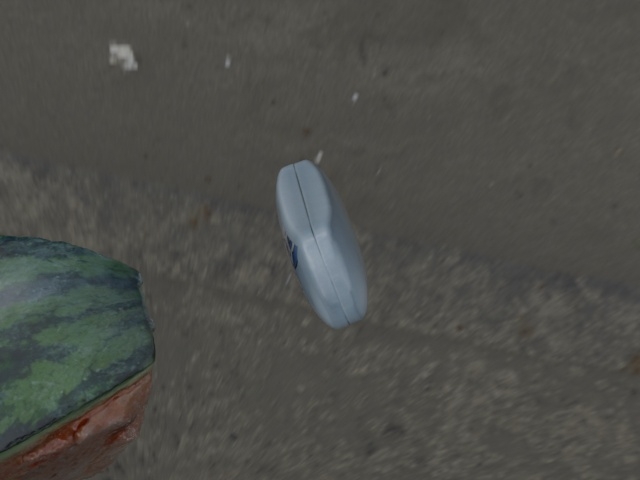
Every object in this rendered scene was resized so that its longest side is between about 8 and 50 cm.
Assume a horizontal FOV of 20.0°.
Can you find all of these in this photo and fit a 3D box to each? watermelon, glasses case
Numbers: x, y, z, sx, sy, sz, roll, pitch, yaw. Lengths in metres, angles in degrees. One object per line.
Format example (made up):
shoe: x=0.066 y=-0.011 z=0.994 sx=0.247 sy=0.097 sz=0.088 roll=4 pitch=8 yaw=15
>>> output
watermelon: x=-0.285 y=0.107 z=1.692 sx=0.283 sy=0.292 sz=0.250 roll=-17 pitch=80 yaw=0
glasses case: x=0.000 y=0.000 z=1.161 sx=0.045 sy=0.178 sz=0.067 roll=-21 pitch=110 yaw=1
